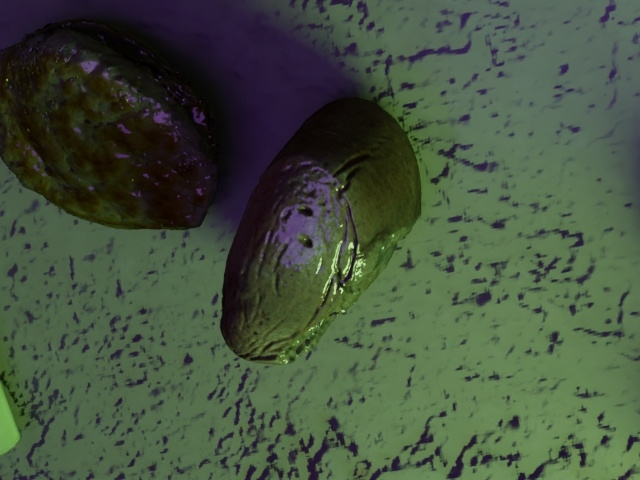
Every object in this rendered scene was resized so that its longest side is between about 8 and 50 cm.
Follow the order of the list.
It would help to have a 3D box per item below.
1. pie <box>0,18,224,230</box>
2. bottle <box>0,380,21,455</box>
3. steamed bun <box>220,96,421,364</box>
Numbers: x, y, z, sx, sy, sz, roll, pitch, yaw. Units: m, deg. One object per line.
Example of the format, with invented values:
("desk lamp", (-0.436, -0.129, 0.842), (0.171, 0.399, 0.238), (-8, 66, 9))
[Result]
("pie", (-0.156, -0.080, 1.375), (0.193, 0.079, 0.163), (36, 127, 2))
("bottle", (-0.301, 0.077, 1.485), (0.072, 0.072, 0.201), (-11, 106, 22))
("steamed bun", (0.000, 0.000, 1.315), (0.106, 0.145, 0.175), (28, 121, 5))
